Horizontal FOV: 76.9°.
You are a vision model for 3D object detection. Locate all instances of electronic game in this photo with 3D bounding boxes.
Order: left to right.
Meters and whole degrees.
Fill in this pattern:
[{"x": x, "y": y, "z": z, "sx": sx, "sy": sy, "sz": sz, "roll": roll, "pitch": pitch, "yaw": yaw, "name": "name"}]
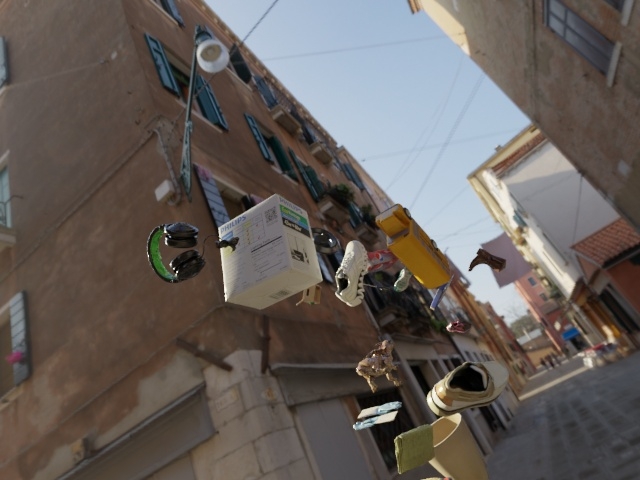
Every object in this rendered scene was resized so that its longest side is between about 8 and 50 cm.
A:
[{"x": 0.000, "y": 0.000, "z": 2.261, "sx": 0.229, "sy": 0.229, "sz": 0.048, "roll": -5, "pitch": -49, "yaw": -36, "name": "electronic game"}]

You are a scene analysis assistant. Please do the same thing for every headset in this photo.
[{"x": -0.528, "y": 0.036, "z": 1.638, "sx": 0.394, "sy": 0.243, "sz": 0.185, "roll": -10, "pitch": 4, "yaw": 29, "name": "headset"}]

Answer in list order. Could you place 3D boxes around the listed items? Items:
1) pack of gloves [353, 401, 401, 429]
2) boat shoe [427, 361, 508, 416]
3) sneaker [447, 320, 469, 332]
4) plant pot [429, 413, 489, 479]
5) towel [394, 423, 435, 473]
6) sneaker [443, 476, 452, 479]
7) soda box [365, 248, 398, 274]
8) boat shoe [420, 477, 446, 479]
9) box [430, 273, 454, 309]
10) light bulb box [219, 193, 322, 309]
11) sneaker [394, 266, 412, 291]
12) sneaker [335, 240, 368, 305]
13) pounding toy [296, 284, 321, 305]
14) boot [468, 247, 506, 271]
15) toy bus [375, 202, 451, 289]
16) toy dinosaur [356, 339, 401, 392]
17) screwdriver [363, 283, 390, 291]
[{"x": 0.278, "y": 0.845, "z": 1.914, "sx": 0.232, "sy": 0.046, "sz": 0.195, "roll": -27, "pitch": -4, "yaw": 25, "name": "pack of gloves"}, {"x": 0.442, "y": 0.404, "z": 1.145, "sx": 0.302, "sy": 0.113, "sz": 0.103, "roll": -11, "pitch": -45, "yaw": -34, "name": "boat shoe"}, {"x": 0.721, "y": 0.445, "z": 2.099, "sx": 0.119, "sy": 0.047, "sz": 0.057, "roll": 1, "pitch": -57, "yaw": -12, "name": "sneaker"}, {"x": 0.623, "y": 0.988, "z": 1.838, "sx": 0.256, "sy": 0.274, "sz": 0.256, "roll": -35, "pitch": -10, "yaw": -7, "name": "plant pot"}, {"x": 0.278, "y": 0.607, "z": 1.184, "sx": 0.148, "sy": 0.110, "sz": 0.027, "roll": -3, "pitch": -1, "yaw": -32, "name": "towel"}, {"x": 0.331, "y": 0.789, "z": 1.094, "sx": 0.135, "sy": 0.276, "sz": 0.097, "roll": -15, "pitch": -67, "yaw": 12, "name": "sneaker"}, {"x": 0.323, "y": 0.114, "z": 2.254, "sx": 0.263, "sy": 0.083, "sz": 0.092, "roll": -8, "pitch": -36, "yaw": -49, "name": "soda box"}, {"x": 0.281, "y": 0.651, "z": 1.056, "sx": 0.045, "sy": 0.050, "sz": 0.135, "roll": -20, "pitch": -16, "yaw": -41, "name": "boat shoe"}, {"x": 0.729, "y": 0.303, "z": 2.418, "sx": 0.136, "sy": 0.037, "sz": 0.225, "roll": -41, "pitch": -28, "yaw": -38, "name": "box"}, {"x": -0.225, "y": 0.056, "z": 1.744, "sx": 0.358, "sy": 0.361, "sz": 0.225, "roll": -27, "pitch": -31, "yaw": 24, "name": "light bulb box"}, {"x": 0.444, "y": 0.196, "z": 2.136, "sx": 0.166, "sy": 0.065, "sz": 0.076, "roll": -62, "pitch": -1, "yaw": 19, "name": "sneaker"}, {"x": 0.128, "y": 0.127, "z": 1.721, "sx": 0.118, "sy": 0.292, "sz": 0.110, "roll": 25, "pitch": -32, "yaw": -36, "name": "sneaker"}, {"x": -0.070, "y": 0.340, "z": 2.476, "sx": 0.100, "sy": 0.141, "sz": 0.130, "roll": 1, "pitch": -15, "yaw": 21, "name": "pounding toy"}, {"x": 0.631, "y": 0.097, "z": 1.526, "sx": 0.037, "sy": 0.114, "sz": 0.106, "roll": -9, "pitch": -54, "yaw": -61, "name": "boot"}, {"x": 0.333, "y": 0.024, "z": 1.446, "sx": 0.108, "sy": 0.130, "sz": 0.333, "roll": -30, "pitch": -60, "yaw": 31, "name": "toy bus"}, {"x": 0.237, "y": 0.551, "z": 1.784, "sx": 0.296, "sy": 0.200, "sz": 0.127, "roll": -2, "pitch": -69, "yaw": -37, "name": "toy dinosaur"}, {"x": 0.260, "y": 0.221, "z": 1.960, "sx": 0.170, "sy": 0.024, "sz": 0.025, "roll": 17, "pitch": -58, "yaw": -9, "name": "screwdriver"}]
